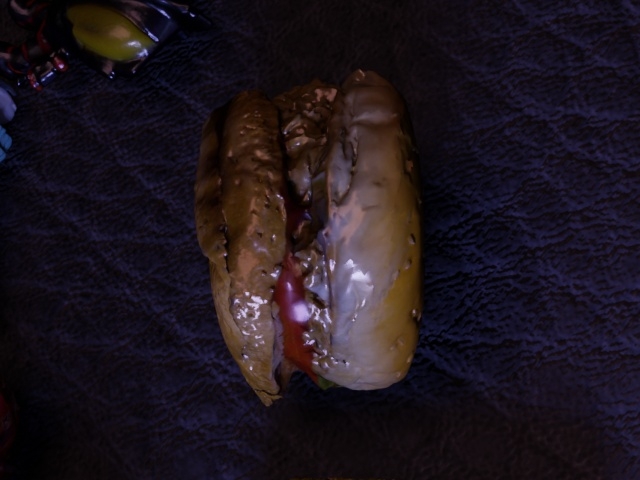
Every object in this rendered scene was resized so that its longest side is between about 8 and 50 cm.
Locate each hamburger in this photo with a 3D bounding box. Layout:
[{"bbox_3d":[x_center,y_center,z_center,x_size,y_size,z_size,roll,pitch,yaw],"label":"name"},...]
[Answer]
[{"bbox_3d":[0.000,0.000,1.135,0.163,0.244,0.244,-10,64,3],"label":"hamburger"}]

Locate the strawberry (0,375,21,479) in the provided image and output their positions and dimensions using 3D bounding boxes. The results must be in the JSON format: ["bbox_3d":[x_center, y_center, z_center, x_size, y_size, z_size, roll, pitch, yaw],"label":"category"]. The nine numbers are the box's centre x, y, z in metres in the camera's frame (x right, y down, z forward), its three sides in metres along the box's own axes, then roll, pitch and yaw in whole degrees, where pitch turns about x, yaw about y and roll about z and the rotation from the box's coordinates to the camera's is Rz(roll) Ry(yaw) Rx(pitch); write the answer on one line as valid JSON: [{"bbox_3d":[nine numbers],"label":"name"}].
[{"bbox_3d":[-0.351,0.168,1.299,0.184,0.187,0.201,-16,22,-21],"label":"strawberry"}]

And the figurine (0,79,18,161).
[{"bbox_3d":[-0.350,-0.042,1.416,0.138,0.110,0.245,2,63,27],"label":"figurine"}]

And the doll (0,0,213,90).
[{"bbox_3d":[-0.206,-0.199,1.410,0.248,0.088,0.127,5,91,38],"label":"doll"}]

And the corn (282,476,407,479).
[{"bbox_3d":[0.064,0.214,1.076,0.293,0.106,0.106,-7,67,27],"label":"corn"}]
